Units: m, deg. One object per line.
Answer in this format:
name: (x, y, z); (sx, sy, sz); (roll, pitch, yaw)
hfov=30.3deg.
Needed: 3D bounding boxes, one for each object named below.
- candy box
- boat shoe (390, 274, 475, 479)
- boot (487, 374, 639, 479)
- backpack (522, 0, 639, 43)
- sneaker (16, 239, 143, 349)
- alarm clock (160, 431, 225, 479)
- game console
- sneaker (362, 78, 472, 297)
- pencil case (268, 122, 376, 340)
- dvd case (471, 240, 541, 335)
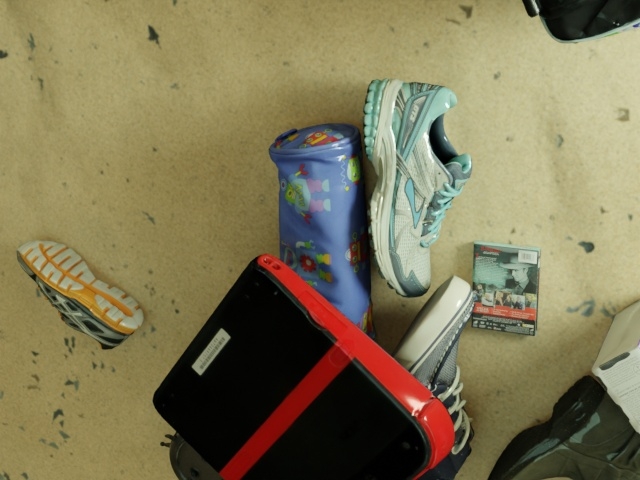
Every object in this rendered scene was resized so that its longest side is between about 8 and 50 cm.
candy box: (0.419, 0.181, 1.399); (0.070, 0.165, 0.196); (-35, 94, 31)
boat shoe: (0.154, 0.203, 1.554); (0.158, 0.127, 0.340); (32, 128, 4)
boot: (0.335, 0.301, 1.534); (0.161, 0.083, 0.246); (39, 121, -2)
backpack: (0.334, -0.340, 1.216); (0.253, 0.191, 0.225); (-14, 107, 34)
sneaker: (-0.366, 0.083, 1.742); (0.215, 0.084, 0.083); (39, 124, 4)
alarm clock: (-0.146, 0.335, 1.760); (0.192, 0.064, 0.129); (37, 119, 2)
game console: (-0.033, 0.232, 1.569); (0.342, 0.060, 0.386); (44, 133, 6)
sneaker: (0.125, -0.060, 1.464); (0.122, 0.110, 0.283); (0, 110, 20)
pencil case: (0.000, 0.000, 1.533); (0.133, 0.119, 0.306); (9, 113, 31)
dvd case: (0.237, 0.062, 1.516); (0.087, 0.013, 0.119); (6, 113, 21)
